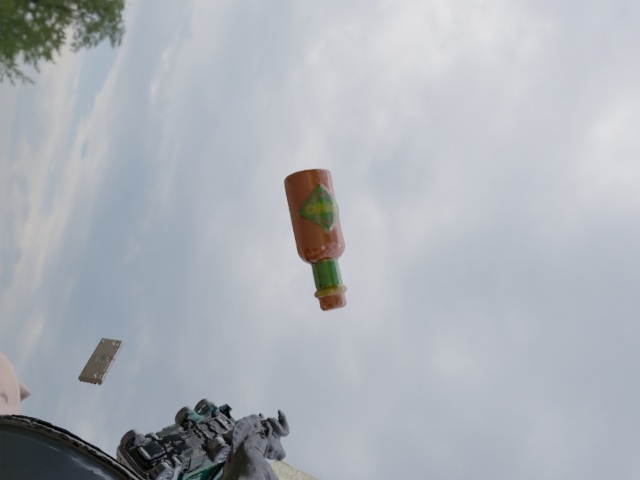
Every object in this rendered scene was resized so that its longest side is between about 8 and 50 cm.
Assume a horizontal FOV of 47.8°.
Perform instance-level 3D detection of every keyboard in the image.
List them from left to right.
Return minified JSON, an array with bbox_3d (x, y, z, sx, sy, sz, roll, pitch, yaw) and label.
[{"bbox_3d":[-0.473,0.262,1.569,0.166,0.055,0.017,-86,-176,-68],"label":"keyboard"}]

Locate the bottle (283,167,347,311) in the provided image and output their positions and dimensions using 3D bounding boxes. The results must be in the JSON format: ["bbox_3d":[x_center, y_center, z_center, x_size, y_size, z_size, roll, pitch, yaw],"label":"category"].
[{"bbox_3d":[0.000,0.000,0.958,0.069,0.069,0.187,-22,-102,56],"label":"bottle"}]

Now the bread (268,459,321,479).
[{"bbox_3d":[-0.038,0.570,1.355,0.246,0.111,0.239,12,-85,38],"label":"bread"}]

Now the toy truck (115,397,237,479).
[{"bbox_3d":[-0.212,0.343,1.132,0.110,0.216,0.116,33,-59,34],"label":"toy truck"}]

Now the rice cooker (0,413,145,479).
[{"bbox_3d":[-0.218,0.269,0.475,0.267,0.267,0.224,-114,-145,-45],"label":"rice cooker"}]

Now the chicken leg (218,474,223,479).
[{"bbox_3d":[-0.238,0.512,1.501,0.304,0.093,0.113,-40,-138,21],"label":"chicken leg"}]

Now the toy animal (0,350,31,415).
[{"bbox_3d":[-0.478,0.250,0.831,0.326,0.237,0.269,-31,-139,26],"label":"toy animal"}]

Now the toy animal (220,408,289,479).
[{"bbox_3d":[-0.092,0.304,0.844,0.232,0.085,0.148,-58,134,-60],"label":"toy animal"}]
